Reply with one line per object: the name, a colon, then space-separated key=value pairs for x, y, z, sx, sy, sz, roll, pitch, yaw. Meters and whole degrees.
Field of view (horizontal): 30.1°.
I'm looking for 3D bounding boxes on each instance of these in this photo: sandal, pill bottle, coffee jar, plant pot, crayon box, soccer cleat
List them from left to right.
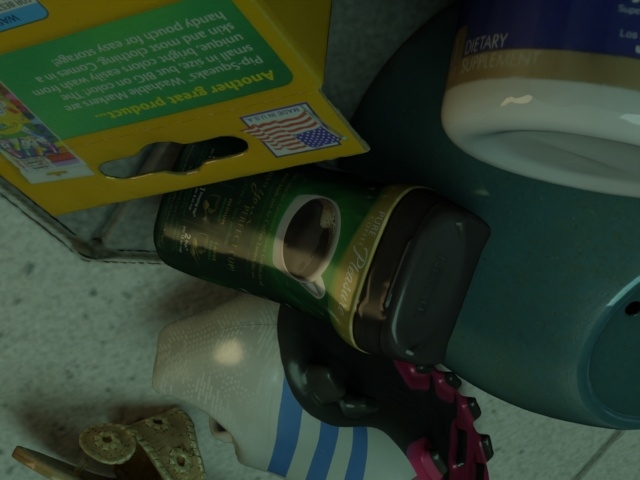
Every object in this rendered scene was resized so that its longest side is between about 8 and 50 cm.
crayon box: x=-0.133 y=-0.136 z=0.514 sx=0.203 sy=0.083 sz=0.323 roll=-10 pitch=147 yaw=26
sandal: x=-0.111 y=0.158 z=0.841 sx=0.240 sy=0.088 sz=0.079 roll=40 pitch=74 yaw=-44
coffee jar: x=0.000 y=0.000 z=0.668 sx=0.079 sy=0.184 sz=0.096 roll=16 pitch=95 yaw=-58
soccer cleat: x=0.012 y=0.127 z=0.840 sx=0.143 sy=0.116 sz=0.331 roll=-12 pitch=144 yaw=27
plant pot: x=0.176 y=0.000 z=0.734 sx=0.290 sy=0.195 sz=0.290 roll=-10 pitch=127 yaw=-13
pill bottle: x=0.155 y=-0.162 z=0.569 sx=0.153 sy=0.153 sz=0.265 roll=15 pitch=83 yaw=-29
